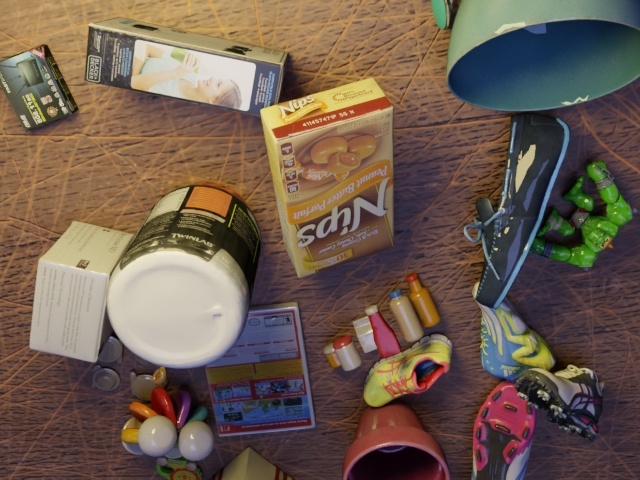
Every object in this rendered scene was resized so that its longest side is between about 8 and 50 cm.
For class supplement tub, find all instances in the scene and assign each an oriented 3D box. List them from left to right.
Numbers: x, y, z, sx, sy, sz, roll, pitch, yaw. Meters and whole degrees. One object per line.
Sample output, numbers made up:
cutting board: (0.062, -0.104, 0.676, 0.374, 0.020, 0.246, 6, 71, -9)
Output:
supplement tub: (-0.205, 0.036, 1.155, 0.207, 0.338, 0.207, 0, 113, 1)

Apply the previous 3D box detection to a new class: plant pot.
plant pot: (0.141, 0.419, 1.401, 0.201, 0.180, 0.201, 0, 113, 0)
plant pot: (0.328, -0.338, 1.053, 0.290, 0.290, 0.196, 0, 77, 1)

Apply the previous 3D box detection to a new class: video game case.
video game case: (-0.127, 0.261, 1.420, 0.204, 0.025, 0.285, -6, 113, 3)

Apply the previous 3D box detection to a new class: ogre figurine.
ogre figurine: (0.469, -0.033, 1.258, 0.118, 0.097, 0.197, 34, 94, 5)

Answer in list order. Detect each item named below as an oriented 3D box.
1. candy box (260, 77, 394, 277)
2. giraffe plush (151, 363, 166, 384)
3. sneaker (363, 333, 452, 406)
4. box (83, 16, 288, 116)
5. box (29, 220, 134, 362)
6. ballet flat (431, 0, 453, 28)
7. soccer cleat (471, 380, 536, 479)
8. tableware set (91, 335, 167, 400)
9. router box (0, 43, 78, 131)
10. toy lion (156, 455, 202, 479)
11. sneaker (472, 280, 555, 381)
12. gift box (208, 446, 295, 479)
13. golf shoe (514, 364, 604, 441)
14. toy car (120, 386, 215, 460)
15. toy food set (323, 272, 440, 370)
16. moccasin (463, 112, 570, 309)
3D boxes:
candy box: (0.021, -0.090, 1.147, 0.182, 0.088, 0.316, -17, 139, -9)
giraffe plush: (-0.287, 0.157, 1.307, 0.210, 0.181, 0.170, 38, 121, 4)
sneaker: (0.166, 0.265, 1.382, 0.208, 0.094, 0.081, -40, 109, 17)
box: (-0.200, -0.274, 1.118, 0.289, 0.169, 0.087, 12, 110, -3)
box: (-0.419, 0.087, 1.263, 0.119, 0.181, 0.182, 13, 112, -6)
ballet flat: (0.192, -0.396, 1.133, 0.041, 0.041, 0.114, -21, 112, 9)
soccer cleat: (0.368, 0.441, 1.458, 0.116, 0.143, 0.331, 13, 92, 23)
tableware set: (-0.386, 0.253, 1.422, 0.168, 0.020, 0.141, 12, 113, -6)
router box: (-0.478, -0.256, 1.196, 0.092, 0.038, 0.122, -18, 112, 9)
toy lion: (-0.301, 0.492, 1.519, 0.100, 0.034, 0.096, 12, 120, -4)
sneaker: (0.338, 0.189, 1.350, 0.126, 0.091, 0.240, -39, 108, 16)
gift box: (-0.156, 0.641, 1.456, 0.255, 0.258, 0.276, 37, 107, -14)
golf shoe: (0.458, 0.281, 1.351, 0.273, 0.105, 0.120, 38, 74, -43)
toy car: (-0.298, 0.359, 1.408, 0.182, 0.159, 0.136, 17, 69, -30)
toy food set: (0.101, 0.156, 1.332, 0.232, 0.111, 0.105, -23, 99, 11)
moccasin: (0.325, -0.053, 1.240, 0.116, 0.137, 0.342, 19, 95, 11)
